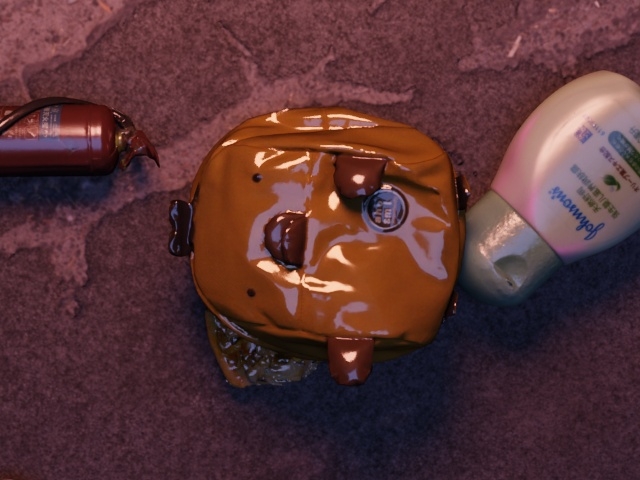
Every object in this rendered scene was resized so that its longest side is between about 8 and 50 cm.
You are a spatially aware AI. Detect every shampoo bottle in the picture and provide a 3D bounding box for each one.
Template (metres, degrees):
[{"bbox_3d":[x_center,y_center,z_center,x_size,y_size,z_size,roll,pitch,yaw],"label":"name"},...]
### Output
[{"bbox_3d":[0.319,-0.055,1.496,0.349,0.151,0.222,-43,109,5],"label":"shampoo bottle"}]

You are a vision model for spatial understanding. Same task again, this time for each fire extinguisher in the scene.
[{"bbox_3d":[-0.378,-0.123,1.420,0.341,0.141,0.105,-1,134,-5],"label":"fire extinguisher"}]

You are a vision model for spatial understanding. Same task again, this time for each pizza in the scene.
[{"bbox_3d":[-0.049,0.137,1.543,0.226,0.069,0.147,0,101,-6],"label":"pizza"}]

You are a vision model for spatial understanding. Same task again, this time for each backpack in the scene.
[{"bbox_3d":[0.000,0.002,1.425,0.378,0.201,0.353,2,91,3],"label":"backpack"}]

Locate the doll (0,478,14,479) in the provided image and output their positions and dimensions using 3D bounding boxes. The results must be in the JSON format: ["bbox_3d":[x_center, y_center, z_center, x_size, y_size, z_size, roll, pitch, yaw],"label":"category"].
[{"bbox_3d":[-0.492,0.381,1.557,0.206,0.067,0.110,-14,118,9],"label":"doll"}]
